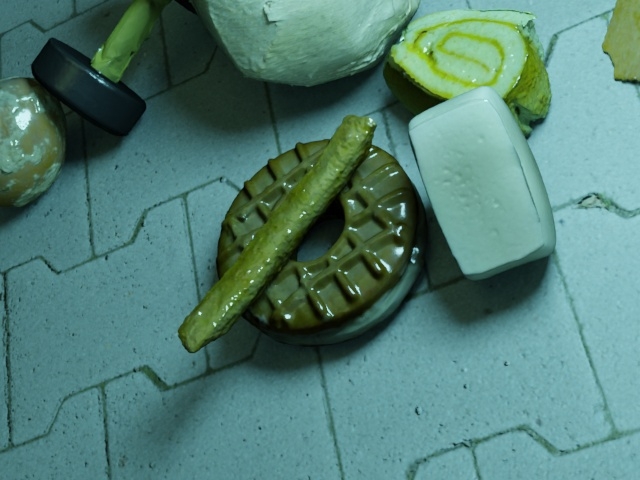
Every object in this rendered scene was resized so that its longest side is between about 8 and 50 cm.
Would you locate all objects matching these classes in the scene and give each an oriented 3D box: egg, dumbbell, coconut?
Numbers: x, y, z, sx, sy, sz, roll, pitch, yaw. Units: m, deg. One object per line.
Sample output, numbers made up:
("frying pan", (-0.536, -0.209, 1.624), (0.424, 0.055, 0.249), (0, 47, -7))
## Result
("egg", (-0.541, -0.171, 1.931), (0.203, 0.203, 0.245), (43, 109, 37))
("dumbbell", (-0.325, -0.360, 1.894), (0.204, 0.204, 0.322), (40, 96, 37))
("coconut", (-0.042, -0.404, 1.721), (0.360, 0.346, 0.346), (-14, 59, 19))

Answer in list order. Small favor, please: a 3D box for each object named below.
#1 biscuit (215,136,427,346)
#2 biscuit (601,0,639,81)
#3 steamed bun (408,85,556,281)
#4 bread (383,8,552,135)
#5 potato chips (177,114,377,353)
("biscuit", (0.000, 0.000, 1.620), (0.332, 0.103, 0.332), (-12, 59, 21))
("biscuit", (0.513, -0.326, 1.550), (0.232, 0.013, 0.237), (13, 79, 44))
("steamed bun", (0.220, -0.078, 1.493), (0.146, 0.164, 0.241), (-21, 91, 17))
("bread", (0.217, -0.250, 1.635), (0.257, 0.124, 0.186), (21, 68, 35))
("potato chips", (-0.058, -0.007, 1.545), (0.057, 0.080, 0.407), (36, 82, 20))
